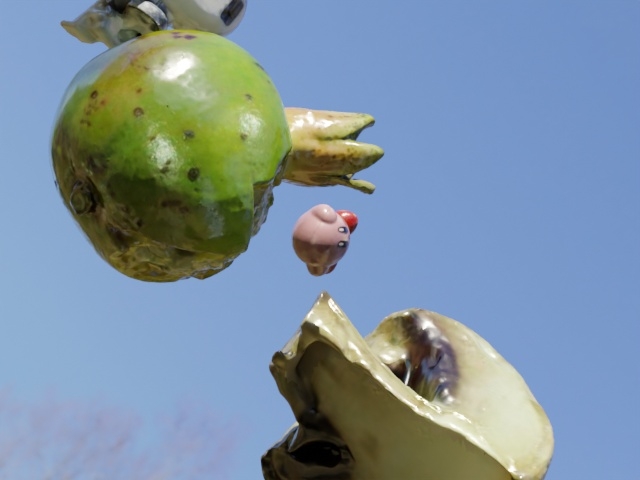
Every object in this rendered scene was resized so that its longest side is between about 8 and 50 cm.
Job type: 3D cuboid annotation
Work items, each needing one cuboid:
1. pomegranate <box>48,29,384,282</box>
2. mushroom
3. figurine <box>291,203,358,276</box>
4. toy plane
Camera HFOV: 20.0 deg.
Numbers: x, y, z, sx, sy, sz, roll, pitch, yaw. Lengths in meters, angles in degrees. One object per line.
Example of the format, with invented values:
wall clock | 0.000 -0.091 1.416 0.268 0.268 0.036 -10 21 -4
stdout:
pomegranate | -0.093 -0.081 1.630 0.236 0.301 0.236 34 -50 53
mushroom | 0.078 0.201 1.835 0.292 0.212 0.217 30 -56 8
figurine | 0.000 0.000 2.053 0.067 0.071 0.083 13 -86 16
toy plane | -0.167 -0.293 1.798 0.117 0.244 0.245 17 -48 53
